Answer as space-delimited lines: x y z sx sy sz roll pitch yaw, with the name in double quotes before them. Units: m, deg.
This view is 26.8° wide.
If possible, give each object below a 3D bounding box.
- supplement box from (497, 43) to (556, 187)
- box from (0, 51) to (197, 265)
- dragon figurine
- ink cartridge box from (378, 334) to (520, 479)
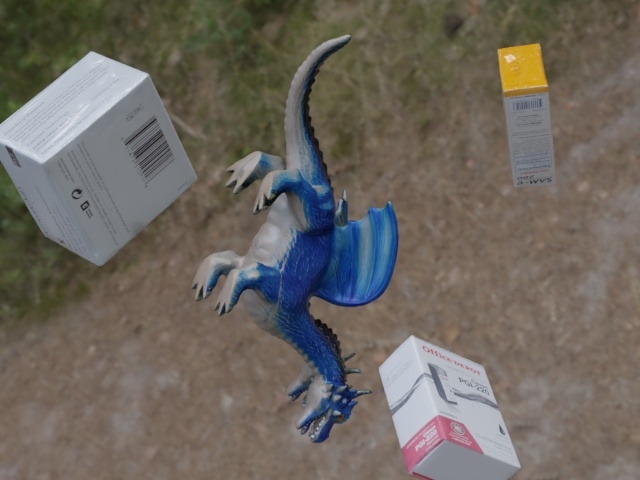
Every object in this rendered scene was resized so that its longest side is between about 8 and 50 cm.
"supplement box" 0.167 -0.100 1.082 0.036 0.098 0.062 -7 41 7
"box" -0.277 -0.102 1.656 0.119 0.181 0.182 25 59 40
"dragon figurine" 0.000 0.000 0.993 0.085 0.144 0.289 21 95 61
"ink cartridge box" 0.192 0.266 2.022 0.092 0.159 0.218 -50 33 25
